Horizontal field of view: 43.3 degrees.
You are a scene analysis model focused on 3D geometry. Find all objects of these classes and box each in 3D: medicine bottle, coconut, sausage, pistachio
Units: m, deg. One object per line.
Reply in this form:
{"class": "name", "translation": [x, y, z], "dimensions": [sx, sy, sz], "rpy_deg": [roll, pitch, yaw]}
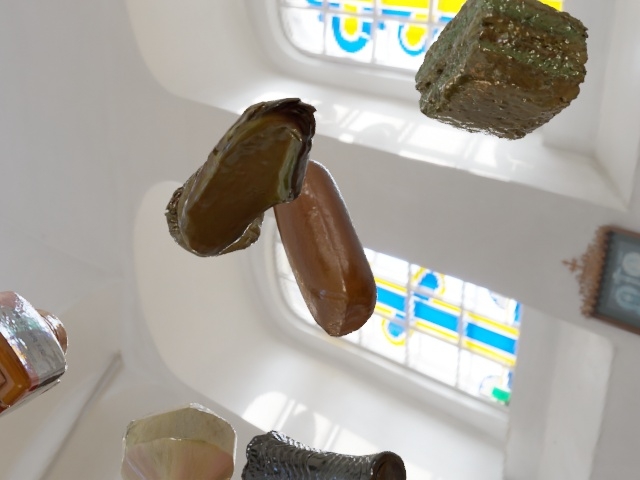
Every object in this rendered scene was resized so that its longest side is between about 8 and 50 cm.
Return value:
{"class": "medicine bottle", "translation": [-0.430, 0.152, 1.091], "dimensions": [0.112, 0.149, 0.222], "rpy_deg": [-36, -1, 2]}
{"class": "coconut", "translation": [-0.309, 0.473, 1.750], "dimensions": [0.259, 0.259, 0.259], "rpy_deg": [-21, -60, -43]}
{"class": "sausage", "translation": [0.000, 0.000, 1.057], "dimensions": [0.105, 0.274, 0.105], "rpy_deg": [-12, -40, -10]}
{"class": "pistachio", "translation": [-0.058, -0.058, 0.673], "dimensions": [0.090, 0.049, 0.173], "rpy_deg": [15, -52, -34]}

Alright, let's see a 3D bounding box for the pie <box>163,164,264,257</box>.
{"class": "pie", "translation": [-0.171, -0.055, 1.376], "dimensions": [0.163, 0.079, 0.193], "rpy_deg": [30, -125, -9]}

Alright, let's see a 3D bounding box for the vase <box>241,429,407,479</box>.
{"class": "vase", "translation": [0.006, 0.326, 1.126], "dimensions": [0.115, 0.237, 0.115], "rpy_deg": [9, -103, -43]}

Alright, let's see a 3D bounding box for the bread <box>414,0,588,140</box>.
{"class": "bread", "translation": [0.195, -0.184, 0.901], "dimensions": [0.138, 0.196, 0.102], "rpy_deg": [19, -109, -12]}
